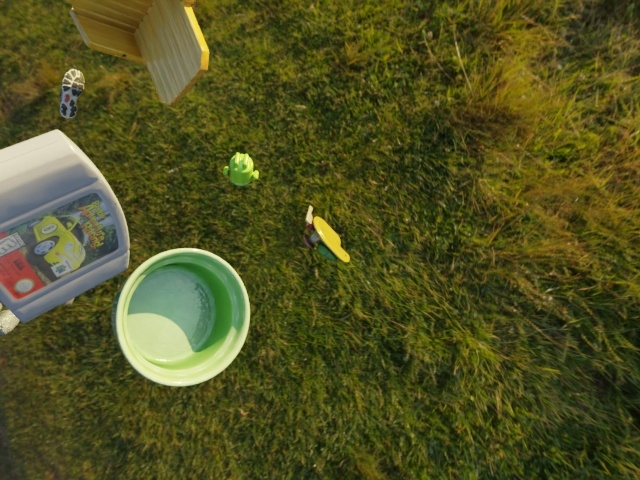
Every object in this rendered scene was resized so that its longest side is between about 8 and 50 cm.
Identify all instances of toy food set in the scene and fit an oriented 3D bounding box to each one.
[{"bbox_3d":[0.000,0.000,1.476,0.071,0.218,0.128,-34,26,19],"label":"toy food set"}]

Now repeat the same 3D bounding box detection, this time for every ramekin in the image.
[{"bbox_3d":[-0.333,0.174,1.110,0.148,0.303,0.304,-9,73,56],"label":"ramekin"}]

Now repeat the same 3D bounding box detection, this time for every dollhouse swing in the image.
[{"bbox_3d":[-0.550,-0.622,1.427,0.346,0.314,0.305,-24,71,43],"label":"dollhouse swing"}]

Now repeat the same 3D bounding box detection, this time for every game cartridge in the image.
[{"bbox_3d":[-0.374,-0.008,0.657,0.196,0.294,0.060,-36,67,-27],"label":"game cartridge"}]

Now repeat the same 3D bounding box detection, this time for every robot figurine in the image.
[{"bbox_3d":[-0.228,-0.202,1.367,0.101,0.115,0.067,6,63,-8],"label":"robot figurine"}]

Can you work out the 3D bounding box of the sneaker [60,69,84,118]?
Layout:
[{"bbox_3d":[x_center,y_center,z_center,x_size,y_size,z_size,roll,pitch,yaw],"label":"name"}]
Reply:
[{"bbox_3d":[-0.884,-0.517,1.665,0.071,0.068,0.170,31,103,42],"label":"sneaker"}]

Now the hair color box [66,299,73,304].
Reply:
[{"bbox_3d":[-1.096,0.120,1.844,0.338,0.185,0.110,27,88,37],"label":"hair color box"}]

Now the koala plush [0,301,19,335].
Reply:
[{"bbox_3d":[-0.917,0.110,1.354,0.203,0.196,0.221,28,60,14],"label":"koala plush"}]
